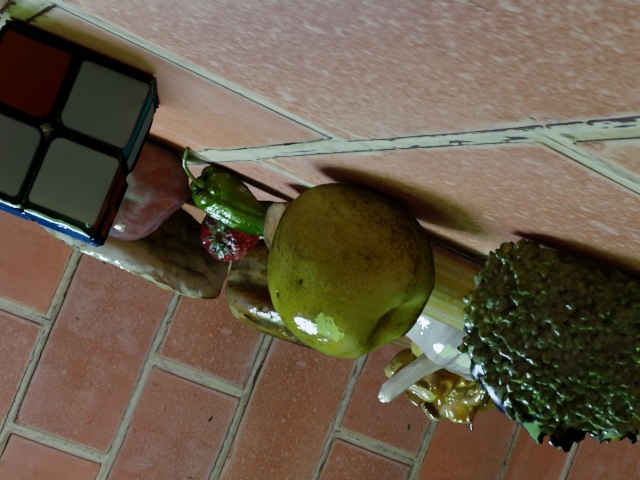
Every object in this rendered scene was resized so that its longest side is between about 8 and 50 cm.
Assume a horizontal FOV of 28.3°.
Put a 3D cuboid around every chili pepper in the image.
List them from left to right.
[{"bbox_3d":[-0.125,-0.060,1.740,0.204,0.073,0.072,27,-174,-28],"label":"chili pepper"}]

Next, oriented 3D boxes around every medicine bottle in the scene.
[{"bbox_3d":[0.199,0.077,1.628,0.426,0.108,0.108,24,173,-15],"label":"medicine bottle"}]

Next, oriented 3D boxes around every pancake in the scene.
[{"bbox_3d":[-0.323,-0.024,2.175,0.387,0.082,0.387,27,-162,-9],"label":"pancake"}]

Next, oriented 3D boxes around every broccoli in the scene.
[{"bbox_3d":[0.282,0.078,1.367,0.242,0.273,0.180,31,128,-1],"label":"broccoli"}]

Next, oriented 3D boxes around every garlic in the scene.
[{"bbox_3d":[0.164,0.153,1.786,0.199,0.226,0.199,42,-172,-7],"label":"garlic"}]

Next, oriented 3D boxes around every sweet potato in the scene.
[{"bbox_3d":[0.000,0.000,1.711,0.097,0.097,0.251,18,-179,29],"label":"sweet potato"}]

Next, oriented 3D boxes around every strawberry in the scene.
[{"bbox_3d":[-0.141,-0.014,2.056,0.106,0.106,0.106,21,174,3],"label":"strawberry"}]

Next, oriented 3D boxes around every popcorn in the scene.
[{"bbox_3d":[0.238,0.202,2.198,0.191,0.190,0.253,32,-142,24],"label":"popcorn"}]

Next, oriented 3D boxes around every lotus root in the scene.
[{"bbox_3d":[-0.018,0.100,2.233,0.291,0.193,0.193,18,173,11],"label":"lotus root"}]

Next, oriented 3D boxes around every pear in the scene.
[{"bbox_3d":[0.028,0.029,1.446,0.197,0.197,0.197,21,174,3],"label":"pear"}]

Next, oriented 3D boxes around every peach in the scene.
[{"bbox_3d":[-0.256,-0.075,1.744,0.152,0.152,0.152,21,174,3],"label":"peach"}]

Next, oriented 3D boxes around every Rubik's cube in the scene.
[{"bbox_3d":[-0.279,-0.106,1.343,0.167,0.180,0.183,22,176,-6],"label":"Rubik's cube"}]
